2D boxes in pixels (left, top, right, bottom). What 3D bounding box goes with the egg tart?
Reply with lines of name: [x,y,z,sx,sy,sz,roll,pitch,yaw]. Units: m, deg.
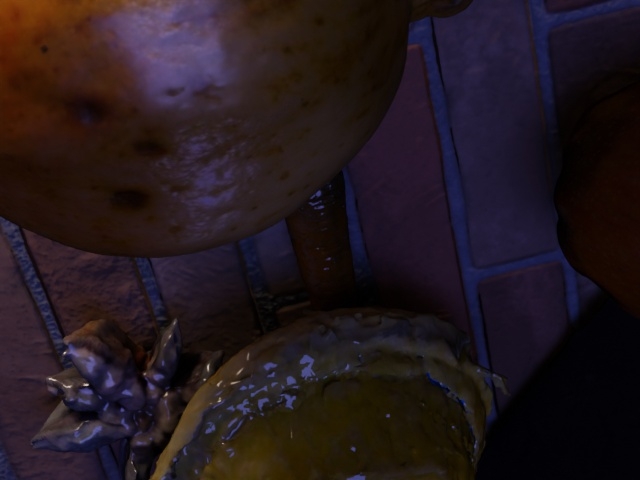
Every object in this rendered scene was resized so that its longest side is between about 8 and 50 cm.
egg tart: [0.015,0.235,1.305,0.387,0.169,0.388,-18,134,-19]

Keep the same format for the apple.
apple: [0.314,-0.036,1.206,0.229,0.230,0.230,-5,124,-7]

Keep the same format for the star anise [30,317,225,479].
star anise: [-0.171,0.157,1.314,0.229,0.093,0.236,-23,126,5]

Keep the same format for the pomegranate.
pomegranate: [-0.083,-0.175,0.940,0.410,0.410,0.410,-5,124,-7]

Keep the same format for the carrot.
carrot: [0.000,0.000,1.261,0.060,0.060,0.186,-10,128,-3]

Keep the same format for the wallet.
wallet: [0.279,0.211,1.379,0.051,0.197,0.378,2,129,-51]
